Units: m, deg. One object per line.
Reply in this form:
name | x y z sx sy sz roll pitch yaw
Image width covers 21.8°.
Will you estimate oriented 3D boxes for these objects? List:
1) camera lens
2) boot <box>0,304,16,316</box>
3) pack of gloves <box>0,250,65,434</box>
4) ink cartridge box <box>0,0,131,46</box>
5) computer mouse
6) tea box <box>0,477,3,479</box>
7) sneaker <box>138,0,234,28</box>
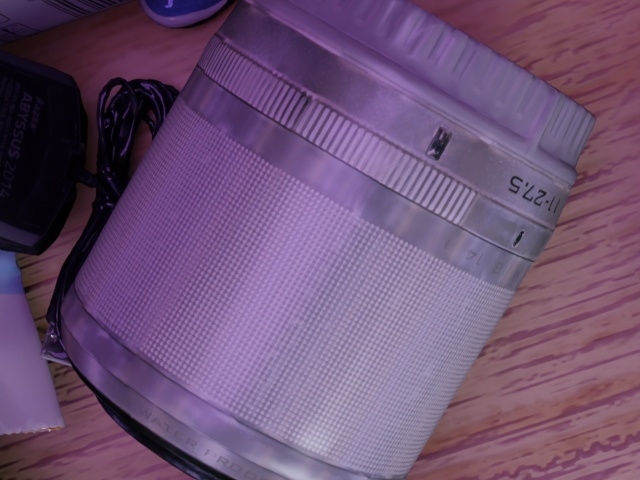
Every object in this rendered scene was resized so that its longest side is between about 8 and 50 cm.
camera lens | 0.000 0.000 0.934 0.219 0.219 0.274 31 96 11
boot | -0.306 0.063 1.080 0.198 0.077 0.137 26 100 12
pack of gloves | -0.252 0.002 0.989 0.046 0.195 0.232 -39 58 44
ink cartridge box | -0.201 -0.313 1.030 0.308 0.091 0.385 -15 70 27
computer mouse | -0.214 -0.051 0.981 0.072 0.272 0.188 0 69 48
tea box | -0.341 0.261 0.972 0.323 0.220 0.329 44 112 13
sneaker | -0.050 -0.225 1.016 0.080 0.081 0.211 35 99 9
